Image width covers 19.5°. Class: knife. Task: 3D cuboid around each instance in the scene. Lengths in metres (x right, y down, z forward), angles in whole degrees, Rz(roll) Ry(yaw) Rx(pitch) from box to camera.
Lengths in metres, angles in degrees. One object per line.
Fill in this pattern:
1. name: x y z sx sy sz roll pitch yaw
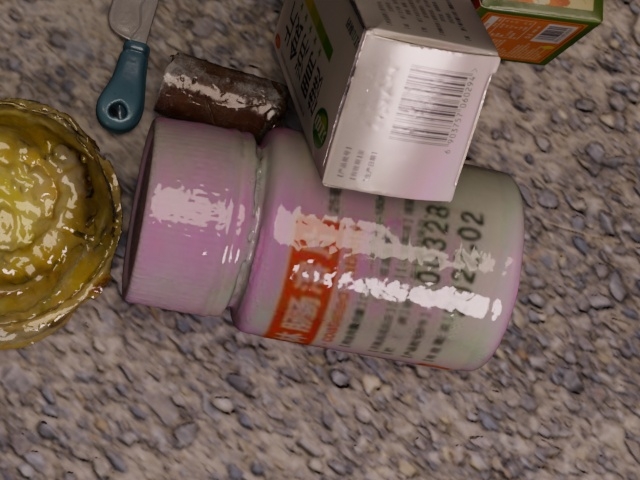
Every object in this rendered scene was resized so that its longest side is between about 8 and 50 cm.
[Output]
1. knife: -0.203 -0.233 2.023 0.058 0.032 0.244 9 75 -1

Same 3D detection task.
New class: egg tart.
1. egg tart: -0.339 -0.023 1.927 0.278 0.095 0.279 1 82 -10

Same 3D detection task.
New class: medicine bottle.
1. medicine bottle: 0.000 0.000 1.927 0.388 0.219 0.219 11 79 -11

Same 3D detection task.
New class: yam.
1. yam: -0.104 -0.152 2.003 0.141 0.079 0.079 17 78 -7

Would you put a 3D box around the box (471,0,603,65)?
1. box: 0.212 -0.304 2.028 0.148 0.195 0.178 5 81 -10

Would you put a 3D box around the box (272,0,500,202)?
1. box: 0.056 -0.199 1.898 0.145 0.333 0.173 9 120 -17
